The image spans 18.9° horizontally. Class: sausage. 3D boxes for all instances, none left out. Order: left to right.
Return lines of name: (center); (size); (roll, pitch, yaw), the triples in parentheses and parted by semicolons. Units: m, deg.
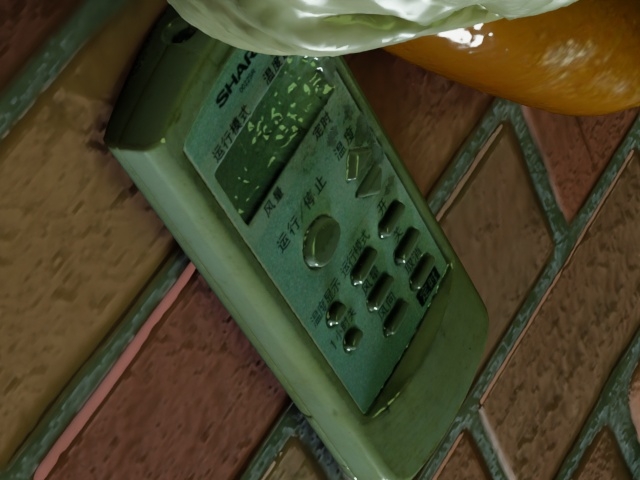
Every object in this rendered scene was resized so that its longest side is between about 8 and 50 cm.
sausage: (0.065, -0.105, 0.753); (0.238, 0.098, 0.098); (16, 85, -56)

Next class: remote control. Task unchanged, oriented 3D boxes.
remote control: (0.000, 0.000, 0.737); (0.098, 0.038, 0.233); (-60, 138, -26)

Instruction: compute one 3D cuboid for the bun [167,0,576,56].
bun: (0.051, -0.128, 0.543); (0.145, 0.229, 0.229); (51, 43, 8)
